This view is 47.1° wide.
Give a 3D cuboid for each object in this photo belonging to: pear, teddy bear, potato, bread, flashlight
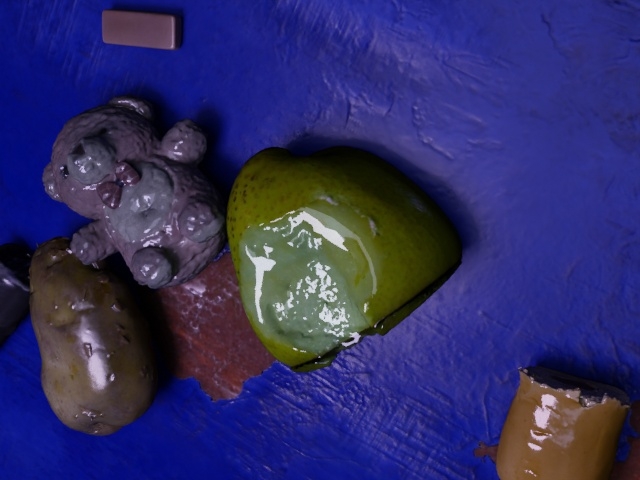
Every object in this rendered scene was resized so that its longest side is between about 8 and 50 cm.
[{"bbox_3d":[0.000,0.000,0.888,0.292,0.159,0.293,4,101,22],"label":"pear"},{"bbox_3d":[-0.239,-0.065,0.966,0.236,0.151,0.267,-42,88,2],"label":"teddy bear"},{"bbox_3d":[-0.329,0.135,1.050,0.191,0.141,0.297,-12,99,39],"label":"potato"},{"bbox_3d":[0.283,0.238,0.871,0.134,0.085,0.173,12,105,18],"label":"bread"},{"bbox_3d":[-0.569,0.177,1.179,0.103,0.103,0.424,44,115,6],"label":"flashlight"}]

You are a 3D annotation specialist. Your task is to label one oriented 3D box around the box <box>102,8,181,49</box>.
[{"bbox_3d":[-0.240,-0.283,0.984,0.115,0.025,0.048,10,110,19],"label":"box"}]
